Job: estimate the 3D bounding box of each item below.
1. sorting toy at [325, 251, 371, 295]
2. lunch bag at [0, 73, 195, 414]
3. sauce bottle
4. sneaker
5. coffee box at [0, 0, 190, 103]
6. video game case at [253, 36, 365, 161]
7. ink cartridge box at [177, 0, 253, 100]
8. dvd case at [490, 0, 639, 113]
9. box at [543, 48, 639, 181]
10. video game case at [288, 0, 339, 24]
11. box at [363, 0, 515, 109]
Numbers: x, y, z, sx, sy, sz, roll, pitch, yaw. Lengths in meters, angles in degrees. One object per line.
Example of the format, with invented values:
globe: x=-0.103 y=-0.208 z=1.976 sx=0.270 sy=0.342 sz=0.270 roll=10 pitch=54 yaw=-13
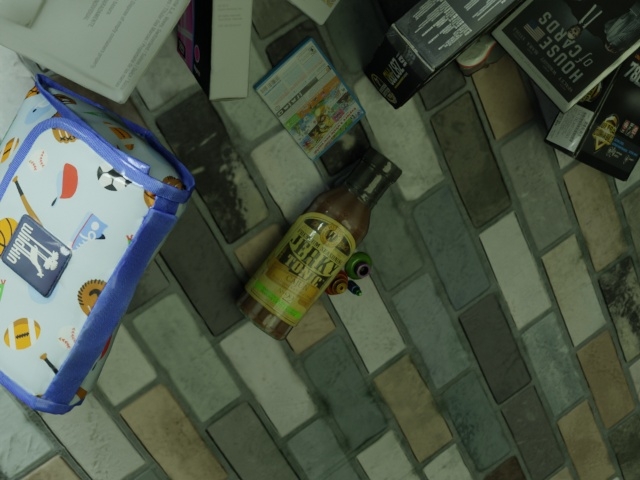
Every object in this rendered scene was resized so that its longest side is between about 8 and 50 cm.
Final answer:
sorting toy: x=0.053 y=0.067 z=1.783 sx=0.102 sy=0.042 sz=0.061 roll=-30 pitch=123 yaw=-13
lunch bag: x=-0.329 y=-0.002 z=1.343 sx=0.238 sy=0.385 sz=0.328 roll=24 pitch=101 yaw=-34
sauce bottle: x=0.000 y=0.000 z=1.685 sx=0.111 sy=0.111 sz=0.344 roll=35 pitch=93 yaw=-35
sneaker: x=0.288 y=-0.329 z=1.726 sx=0.158 sy=0.061 sz=0.065 roll=-34 pitch=151 yaw=-9
coffee box: x=-0.301 y=-0.429 z=1.153 sx=0.338 sy=0.334 sz=0.338 roll=24 pitch=116 yaw=-33
video game case: x=-0.015 y=-0.220 z=1.631 sx=0.119 sy=0.015 sz=0.166 roll=-43 pitch=125 yaw=-4
ink cartridge box: x=-0.136 y=-0.388 z=1.360 sx=0.069 sy=0.176 sz=0.371 roll=-5 pitch=123 yaw=-21
dvd case: x=0.418 y=-0.347 z=1.647 sx=0.238 sy=0.029 sz=0.179 roll=-43 pitch=89 yaw=11
box: x=0.532 y=-0.263 z=1.800 sx=0.295 sy=0.073 sz=0.293 roll=11 pitch=110 yaw=-56
video game case: x=-0.008 y=-0.465 z=1.515 sx=0.206 sy=0.026 sz=0.227 roll=32 pitch=95 yaw=-35
box: x=0.250 y=-0.374 z=1.523 sx=0.395 sy=0.318 sz=0.097 roll=-41 pitch=90 yaw=-6
